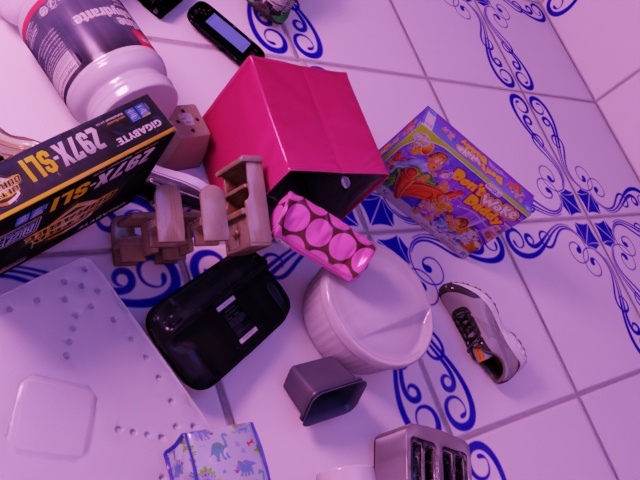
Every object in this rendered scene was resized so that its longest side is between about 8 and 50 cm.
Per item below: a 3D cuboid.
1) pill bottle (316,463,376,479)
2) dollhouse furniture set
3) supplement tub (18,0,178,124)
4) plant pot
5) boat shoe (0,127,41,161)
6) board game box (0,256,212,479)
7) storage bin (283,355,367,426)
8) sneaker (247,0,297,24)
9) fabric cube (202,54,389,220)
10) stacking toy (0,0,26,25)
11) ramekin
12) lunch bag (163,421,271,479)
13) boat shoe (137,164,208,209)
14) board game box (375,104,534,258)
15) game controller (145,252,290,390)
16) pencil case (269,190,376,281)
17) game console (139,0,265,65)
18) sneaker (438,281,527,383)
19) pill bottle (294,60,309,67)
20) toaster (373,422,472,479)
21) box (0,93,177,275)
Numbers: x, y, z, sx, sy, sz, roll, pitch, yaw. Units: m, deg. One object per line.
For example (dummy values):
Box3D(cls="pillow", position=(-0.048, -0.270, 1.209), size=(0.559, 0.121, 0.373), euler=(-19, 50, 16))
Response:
Box3D(cls="pill bottle", position=(0.058, 0.496, 1.164), size=(0.131, 0.131, 0.229), euler=(11, 56, -34))
Box3D(cls="dollhouse furniture set", position=(-0.220, -0.057, 1.213), size=(0.242, 0.212, 0.161), euler=(-2, 79, -35))
Box3D(cls="supplement tub", position=(-0.401, -0.325, 1.282), size=(0.191, 0.191, 0.272), euler=(-23, 72, -45))
Box3D(cls="plant pot", position=(-0.280, -0.207, 1.386), size=(0.109, 0.096, 0.109), euler=(-17, 74, -44))
Box3D(cls="boat shoe", position=(-0.511, -0.134, 1.182), size=(0.190, 0.068, 0.072), euler=(20, 63, -15))
Box3D(cls="board game box", position=(-0.390, 0.261, 1.017), size=(0.390, 0.050, 0.390), euler=(54, 44, 3))
Box3D(cls="storage bin", position=(0.000, 0.274, 1.305), size=(0.135, 0.098, 0.091), euler=(-6, 39, -41))
Box3D(cls="sneaker", position=(-0.088, -0.683, 1.823), size=(0.134, 0.146, 0.343), euler=(37, 46, -14))
Box3D(cls="fabric cube", position=(-0.065, -0.177, 1.428), size=(0.259, 0.254, 0.258), euler=(-2, 62, -39))
Box3D(cls="stacking toy", position=(-0.526, -0.629, 1.367), size=(0.351, 0.351, 0.479), euler=(21, 66, -27))
Box3D(cls="ramekin", position=(0.086, 0.145, 1.424), size=(0.273, 0.127, 0.273), euler=(21, 51, -27))
Box3D(cls="lunch bag", position=(-0.145, 0.359, 1.044), size=(0.129, 0.096, 0.151), euler=(0, 52, -39))
Box3D(cls="boat shoe", position=(-0.302, -0.094, 1.309), size=(0.228, 0.080, 0.076), euler=(25, 59, -25))
Box3D(cls="board game box", position=(0.304, -0.131, 1.708), size=(0.347, 0.233, 0.078), euler=(37, 45, -13))
Box3D(cls="game controller", position=(-0.169, 0.130, 1.261), size=(0.166, 0.067, 0.319), euler=(62, 36, -7))
Box3D(cls="pencil case", position=(0.000, 0.000, 1.301), size=(0.209, 0.095, 0.098), euler=(29, 54, -17))
Box3D(cls="game console", position=(-0.276, -0.539, 1.649), size=(0.361, 0.044, 0.213), euler=(39, 45, -13))
Box3D(cls="sneaker", position=(0.367, 0.210, 1.632), size=(0.271, 0.100, 0.108), euler=(51, 49, 1))
Box3D(cls="pill bottle", position=(-0.012, -0.324, 1.672), size=(0.193, 0.108, 0.108), euler=(53, 44, 3))
Box3D(cls="toaster", position=(0.190, 0.440, 1.324), size=(0.168, 0.110, 0.185), euler=(25, 49, -25))
Box3D(cls="box", position=(-0.392, -0.068, 1.054), size=(0.079, 0.257, 0.322), euler=(51, 52, 2))
